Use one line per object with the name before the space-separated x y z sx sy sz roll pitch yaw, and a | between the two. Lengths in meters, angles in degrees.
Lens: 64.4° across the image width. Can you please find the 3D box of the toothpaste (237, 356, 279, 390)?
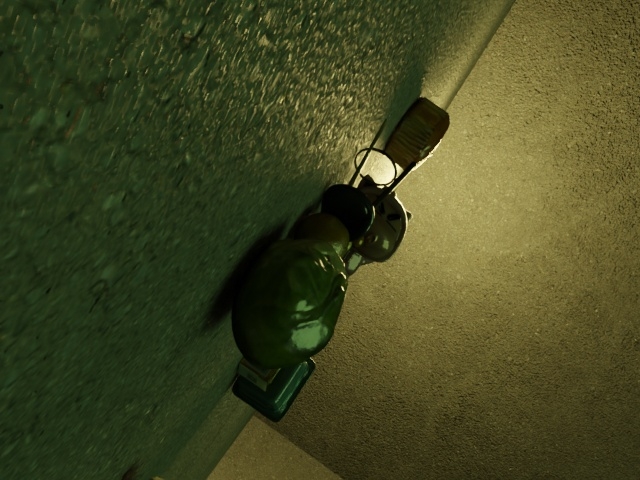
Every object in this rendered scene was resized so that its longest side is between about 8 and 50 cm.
toothpaste | -0.076 0.211 1.239 0.313 0.089 0.071 -52 165 -35

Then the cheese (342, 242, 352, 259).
cheese | -0.027 0.036 0.871 0.162 0.086 0.036 -42 146 -6

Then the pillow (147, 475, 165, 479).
pillow | -0.317 0.512 0.765 0.255 0.119 0.322 -50 171 -43

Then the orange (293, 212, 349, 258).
orange | 0.000 0.000 0.795 0.095 0.085 0.085 -25 150 -51

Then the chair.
chair | 0.077 -0.106 0.870 0.221 0.104 0.095 -58 145 -33

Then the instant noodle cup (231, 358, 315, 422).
instant noodle cup | -0.119 0.329 1.248 0.179 0.157 0.070 -54 157 -24

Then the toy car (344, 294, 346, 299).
toy car | 0.043 0.194 1.902 0.112 0.112 0.139 -54 173 -20

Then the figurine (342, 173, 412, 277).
figurine | 0.068 0.012 1.032 0.287 0.176 0.186 -42 -163 -6

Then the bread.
bread | 0.240 -0.256 1.246 0.190 0.114 0.132 -46 171 -32

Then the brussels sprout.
brussels sprout | -0.042 0.082 0.669 0.180 0.143 0.162 -32 122 -47
